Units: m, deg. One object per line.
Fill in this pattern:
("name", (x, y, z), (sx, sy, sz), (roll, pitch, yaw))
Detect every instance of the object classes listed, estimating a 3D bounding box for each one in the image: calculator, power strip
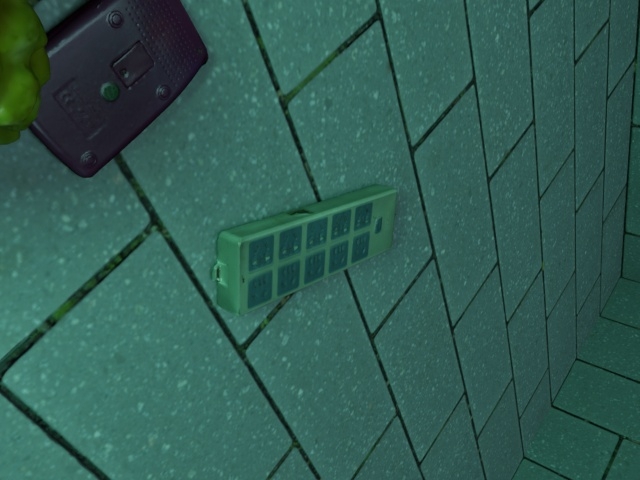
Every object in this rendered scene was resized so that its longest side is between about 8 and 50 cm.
("calculator", (-0.187, -0.157, 0.582), (0.190, 0.034, 0.126), (-53, 142, -21))
("power strip", (0.000, 0.000, 0.884), (0.367, 0.043, 0.106), (-21, 122, -46))

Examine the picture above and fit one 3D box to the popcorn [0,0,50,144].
("popcorn", (-0.282, -0.127, 0.315), (0.242, 0.235, 0.250), (61, 35, -18))
